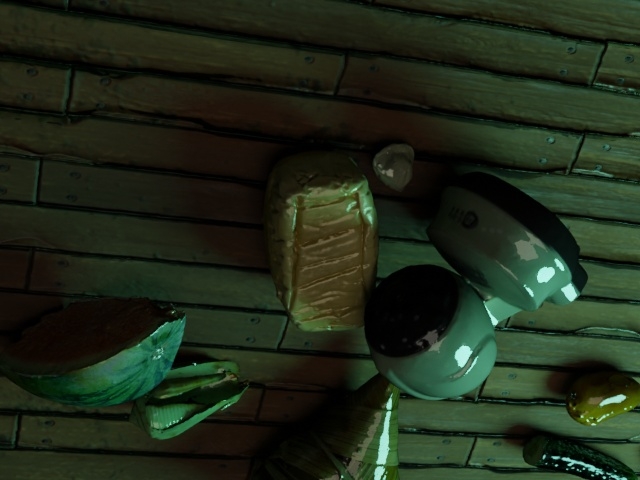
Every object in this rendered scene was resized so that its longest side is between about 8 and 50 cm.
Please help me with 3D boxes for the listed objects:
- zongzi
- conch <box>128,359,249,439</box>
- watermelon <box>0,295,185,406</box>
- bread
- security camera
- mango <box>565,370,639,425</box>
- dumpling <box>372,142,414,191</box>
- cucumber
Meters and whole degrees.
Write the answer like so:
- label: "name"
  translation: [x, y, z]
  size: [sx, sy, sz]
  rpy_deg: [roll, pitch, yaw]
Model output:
- label: "zongzi"
  translation: [0.088, 0.322, 1.758]
  size: [0.286, 0.134, 0.288]
  rpy_deg: [36, 98, -36]
- label: "conch"
  translation: [-0.179, 0.199, 1.644]
  size: [0.170, 0.079, 0.105]
  rpy_deg: [-22, 130, -20]
- label: "watermelon"
  translation: [-0.276, 0.168, 1.554]
  size: [0.231, 0.128, 0.146]
  rpy_deg: [-3, 132, 17]
- label: "bread"
  translation: [0.000, 0.000, 1.549]
  size: [0.140, 0.106, 0.236]
  rpy_deg: [-10, 122, -11]
- label: "security camera"
  translation: [0.173, 0.070, 1.542]
  size: [0.277, 0.197, 0.191]
  rpy_deg: [-52, 133, -8]
- label: "mango"
  translation: [0.419, 0.229, 1.821]
  size: [0.127, 0.063, 0.077]
  rpy_deg: [-9, 117, -16]
- label: "dumpling"
  translation: [0.097, -0.096, 1.559]
  size: [0.077, 0.043, 0.059]
  rpy_deg: [40, 82, -27]
- label: "cucumber"
  translation: [0.405, 0.342, 1.886]
  size: [0.215, 0.058, 0.052]
  rpy_deg: [20, 107, -27]
